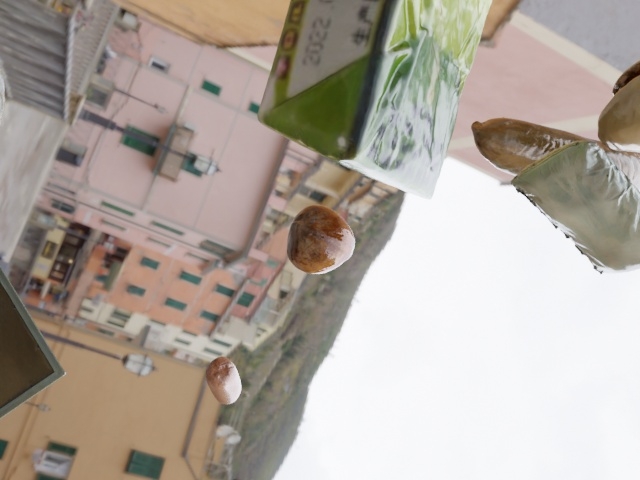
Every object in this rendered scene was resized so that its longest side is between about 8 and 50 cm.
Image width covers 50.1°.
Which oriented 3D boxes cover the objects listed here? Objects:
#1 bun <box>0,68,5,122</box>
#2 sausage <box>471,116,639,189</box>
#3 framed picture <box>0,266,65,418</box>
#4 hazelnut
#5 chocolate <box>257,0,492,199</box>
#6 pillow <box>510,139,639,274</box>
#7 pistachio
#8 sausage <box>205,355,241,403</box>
[{"bbox_3d":[-0.763,-0.330,1.394,0.360,0.211,0.360,-176,-90,-85],"label":"bun"},{"bbox_3d":[0.536,-0.173,1.476,0.123,0.501,0.136,-60,-143,36],"label":"sausage"},{"bbox_3d":[-0.642,0.190,1.283,0.232,0.296,0.019,-33,174,2],"label":"framed picture"},{"bbox_3d":[0.000,0.000,1.722,0.182,0.182,0.182,-53,-157,36],"label":"hazelnut"},{"bbox_3d":[0.076,-0.212,0.768,0.301,0.137,0.289,10,97,-66],"label":"chocolate"},{"bbox_3d":[0.361,-0.035,0.893,0.128,0.229,0.051,-24,-148,49],"label":"pillow"},{"bbox_3d":[0.609,-0.242,1.183,0.299,0.187,0.187,126,-16,-80],"label":"pistachio"},{"bbox_3d":[-0.103,0.150,0.731,0.083,0.034,0.034,90,11,-61],"label":"sausage"}]
